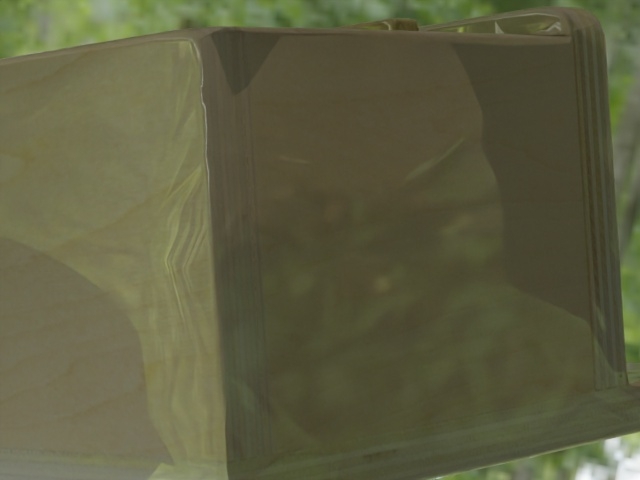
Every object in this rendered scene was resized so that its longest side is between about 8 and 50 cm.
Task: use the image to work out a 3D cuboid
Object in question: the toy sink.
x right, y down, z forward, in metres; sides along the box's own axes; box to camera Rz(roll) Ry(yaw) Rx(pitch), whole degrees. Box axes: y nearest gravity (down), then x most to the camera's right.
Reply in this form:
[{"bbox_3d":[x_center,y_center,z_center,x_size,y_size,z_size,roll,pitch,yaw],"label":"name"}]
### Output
[{"bbox_3d":[0.000,0.000,0.596,0.153,0.131,0.234,-3,-179,44],"label":"toy sink"}]
